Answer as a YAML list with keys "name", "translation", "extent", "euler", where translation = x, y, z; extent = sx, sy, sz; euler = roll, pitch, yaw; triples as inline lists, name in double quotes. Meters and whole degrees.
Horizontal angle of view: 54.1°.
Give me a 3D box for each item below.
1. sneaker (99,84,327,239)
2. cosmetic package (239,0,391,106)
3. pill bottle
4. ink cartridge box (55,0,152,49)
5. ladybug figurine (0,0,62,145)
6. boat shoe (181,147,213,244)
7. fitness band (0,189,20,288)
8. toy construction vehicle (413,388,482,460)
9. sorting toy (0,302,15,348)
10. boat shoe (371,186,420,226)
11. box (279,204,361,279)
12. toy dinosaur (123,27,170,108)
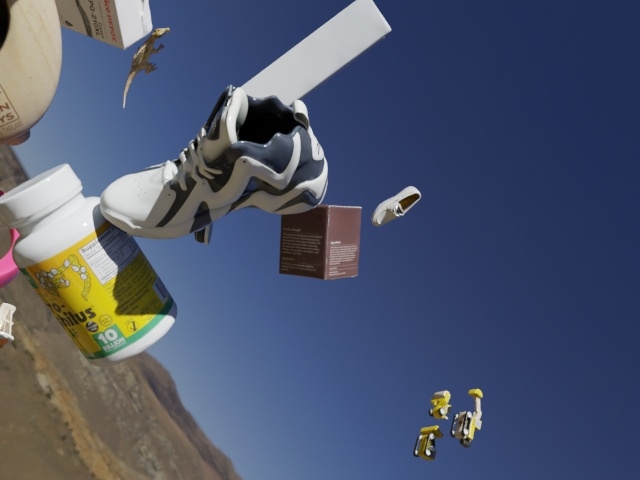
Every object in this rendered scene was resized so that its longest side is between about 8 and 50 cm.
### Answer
- name: "sneaker"
  translation: [-0.111, -0.085, 0.610]
  extent: [0.153, 0.235, 0.094]
  euler: [86, 0, -54]
- name: "cosmetic package"
  translation: [-0.039, -0.367, 1.380]
  extent: [0.097, 0.377, 0.284]
  euler: [54, 5, -7]
- name: "pill bottle"
  translation: [-0.258, 0.026, 0.690]
  extent: [0.118, 0.118, 0.208]
  euler: [16, -43, 60]
- name: "ink cartridge box"
  translation: [-0.505, -0.547, 1.378]
  extent: [0.237, 0.100, 0.172]
  euler: [23, -39, 16]
- name: "ladybug figurine"
  translation: [-0.525, -0.327, 0.820]
  extent: [0.162, 0.305, 0.449]
  euler: [32, -33, 58]
- name: "boat shoe"
  translation: [-0.322, -0.118, 1.615]
  extent: [0.114, 0.091, 0.302]
  euler: [106, -18, -49]
- name: "fitness band"
  translation: [-0.580, -0.013, 0.911]
  extent: [0.054, 0.291, 0.209]
  euler: [-51, -138, 38]
- name: "toy construction vehicle"
  translation: [0.175, 0.248, 0.842]
  extent: [0.035, 0.098, 0.086]
  euler: [41, -43, -19]
- name: "sorting toy"
  translation: [-0.523, 0.127, 0.978]
  extent: [0.075, 0.045, 0.083]
  euler: [38, 10, -35]
- name: "boat shoe"
  translation: [0.135, -0.057, 1.110]
  extent: [0.035, 0.100, 0.035]
  euler: [55, 2, -25]
- name: "box"
  translation: [0.000, 0.000, 1.762]
  extent: [0.169, 0.167, 0.203]
  euler: [6, -85, 36]
- name: "toy dinosaur"
  translation: [-0.361, -0.360, 1.256]
  extent: [0.053, 0.183, 0.092]
  euler: [34, 18, -9]
